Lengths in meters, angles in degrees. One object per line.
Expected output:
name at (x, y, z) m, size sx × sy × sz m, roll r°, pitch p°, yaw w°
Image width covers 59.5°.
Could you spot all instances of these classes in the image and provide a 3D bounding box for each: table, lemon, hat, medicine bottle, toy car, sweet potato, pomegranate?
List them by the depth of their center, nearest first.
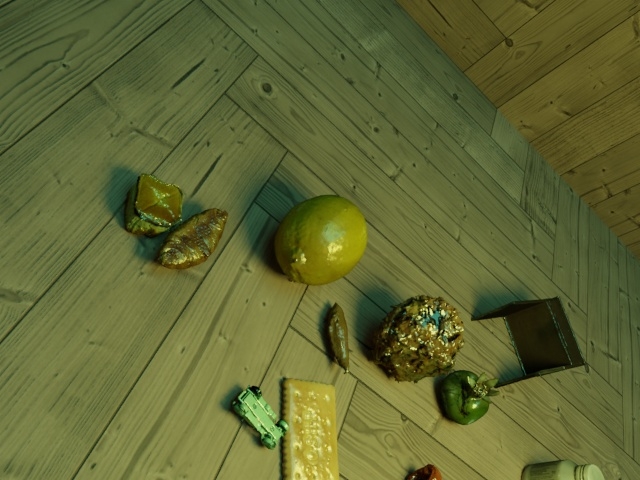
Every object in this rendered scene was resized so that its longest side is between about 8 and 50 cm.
toy car at (-0.136, 0.397, 1.254) m, size 0.143 × 0.054 × 0.073 m, roll 53°, pitch 46°, yaw -9°
hat at (0.290, 0.672, 1.438) m, size 0.112 × 0.093 × 0.162 m, roll -40°, pitch 100°, yaw -34°
lemon at (0.003, -0.002, 1.474) m, size 0.263 × 0.236 × 0.236 m, roll -10°, pitch 73°, yaw -29°
sweet potato at (0.047, 0.256, 1.481) m, size 0.068 × 0.060 × 0.206 m, roll 24°, pitch 43°, yaw -46°
pomegranate at (0.429, 0.446, 1.613) m, size 0.131 × 0.191 × 0.152 m, roll -12°, pitch 73°, yaw -26°
medicine bottle at (0.734, 0.735, 1.687) m, size 0.135 × 0.215 × 0.135 m, roll 21°, pitch 54°, yaw -32°
table at (0.704, 0.341, 1.901) m, size 0.282 × 0.196 × 0.250 m, roll 2°, pitch 66°, yaw -39°

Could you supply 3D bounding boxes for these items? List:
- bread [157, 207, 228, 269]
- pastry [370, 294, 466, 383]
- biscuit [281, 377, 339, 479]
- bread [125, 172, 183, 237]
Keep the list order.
bread at (-0.299, 0.004, 1.320) m, size 0.105 × 0.076 × 0.233 m, roll 46°, pitch 47°, yaw -5°
pastry at (0.274, 0.280, 1.529) m, size 0.275 × 0.275 × 0.193 m, roll 15°, pitch 31°, yaw -34°
biscuit at (-0.021, 0.458, 1.331) m, size 0.160 × 0.030 × 0.250 m, roll 19°, pitch 55°, yaw -32°
bread at (-0.383, -0.076, 1.299) m, size 0.128 × 0.069 × 0.140 m, roll 18°, pitch 53°, yaw -34°
